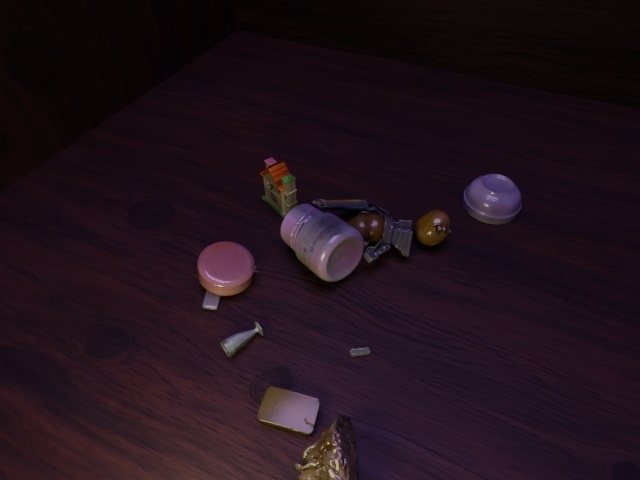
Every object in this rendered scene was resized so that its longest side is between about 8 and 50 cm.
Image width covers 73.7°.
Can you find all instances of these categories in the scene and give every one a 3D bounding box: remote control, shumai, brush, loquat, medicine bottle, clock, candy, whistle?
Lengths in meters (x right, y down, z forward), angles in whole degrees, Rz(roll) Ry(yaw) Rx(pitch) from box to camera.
[{"bbox_3d":[-0.447,0.185,1.834,0.067,0.029,0.261,7,49,-3],"label":"remote control"},{"bbox_3d":[0.014,0.652,1.296,0.186,0.184,0.218,-3,61,-5],"label":"shumai"},{"bbox_3d":[-0.105,0.580,1.449,0.197,0.059,0.123,11,52,11],"label":"brush"},{"bbox_3d":[0.517,-0.056,1.949,0.172,0.204,0.149,-39,97,-2],"label":"loquat"},{"bbox_3d":[0.000,0.000,1.845,0.256,0.256,0.325,-32,47,-25],"label":"medicine bottle"},{"bbox_3d":[-0.195,-0.266,2.088,0.106,0.255,0.220,-32,56,-25],"label":"clock"},{"bbox_3d":[-0.394,0.119,1.818,0.255,0.094,0.255,9,49,-10],"label":"candy"},{"bbox_3d":[0.097,-0.171,2.046,0.326,0.057,0.068,-4,19,-41],"label":"whistle"}]

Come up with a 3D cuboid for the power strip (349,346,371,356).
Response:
[{"bbox_3d":[0.152,0.422,1.618,0.083,0.017,0.027,-5,49,-4],"label":"power strip"}]

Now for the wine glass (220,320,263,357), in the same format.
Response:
[{"bbox_3d":[-0.297,0.377,1.630,0.155,0.073,0.073,-26,53,-26],"label":"wine glass"}]

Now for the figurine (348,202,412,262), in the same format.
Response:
[{"bbox_3d":[0.264,-0.041,1.942,0.285,0.167,0.342,8,27,-4],"label":"figurine"}]

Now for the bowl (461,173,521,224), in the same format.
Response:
[{"bbox_3d":[0.863,-0.229,2.125,0.287,0.143,0.287,0,47,0],"label":"bowl"}]
